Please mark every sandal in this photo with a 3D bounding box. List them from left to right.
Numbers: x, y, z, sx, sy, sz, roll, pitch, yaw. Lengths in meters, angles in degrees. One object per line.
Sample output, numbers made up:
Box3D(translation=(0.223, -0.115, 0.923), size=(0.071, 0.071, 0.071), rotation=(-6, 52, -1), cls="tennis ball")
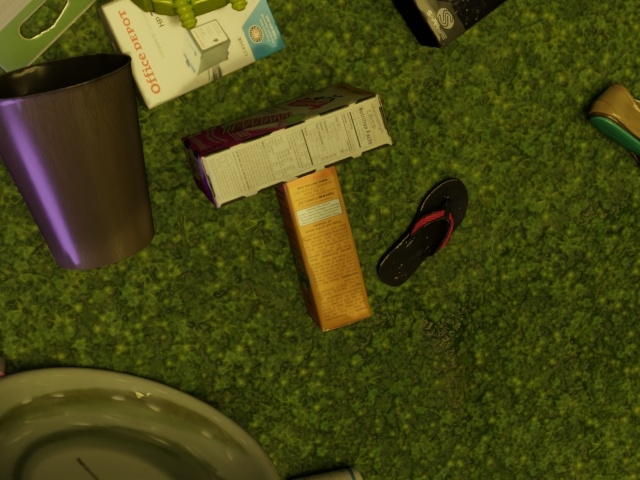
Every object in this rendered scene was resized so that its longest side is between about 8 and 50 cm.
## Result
Box3D(translation=(0.151, -0.007, 1.468), size=(0.067, 0.040, 0.179), rotation=(37, 91, -20), cls="sandal")

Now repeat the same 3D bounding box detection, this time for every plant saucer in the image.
Box3D(translation=(-0.246, 0.292, 1.248), size=(0.400, 0.400, 0.100), rotation=(14, 109, -18), cls="plant saucer")

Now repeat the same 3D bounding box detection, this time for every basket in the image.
Box3D(translation=(-0.293, -0.092, 1.263), size=(0.204, 0.154, 0.227), rotation=(-4, 116, 18), cls="basket")

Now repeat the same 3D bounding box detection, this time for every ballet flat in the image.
Box3D(translation=(0.486, -0.141, 1.513), size=(0.232, 0.080, 0.073), rotation=(38, 76, -22), cls="ballet flat")

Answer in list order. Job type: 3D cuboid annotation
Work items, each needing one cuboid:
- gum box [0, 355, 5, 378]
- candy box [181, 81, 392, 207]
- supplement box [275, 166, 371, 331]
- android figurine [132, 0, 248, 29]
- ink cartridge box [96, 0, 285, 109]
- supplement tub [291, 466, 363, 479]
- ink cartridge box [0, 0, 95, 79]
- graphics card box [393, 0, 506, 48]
Box3D(translation=(-0.495, 0.146, 1.313), size=(0.107, 0.062, 0.188), rotation=(-46, 110, -1), cls="gum box")
Box3D(translation=(-0.047, -0.125, 1.321), size=(0.233, 0.159, 0.071), rotation=(-20, 108, -11), cls="candy box")
Box3D(translation=(0.000, 0.000, 1.409), size=(0.080, 0.078, 0.233), rotation=(-20, 107, -10), cls="supplement box")
Box3D(translation=(-0.171, -0.377, 1.224), size=(0.248, 0.056, 0.273), rotation=(-19, 81, -8), cls="android figurine")
Box3D(translation=(-0.160, -0.265, 1.297), size=(0.190, 0.082, 0.140), rotation=(-27, 109, -10), cls="ink cartridge box")
Box3D(translation=(0.008, 0.369, 1.505), size=(0.107, 0.071, 0.071), rotation=(-10, 106, -14), cls="supplement tub")
Box3D(translation=(-0.390, -0.329, 1.233), size=(0.171, 0.056, 0.235), rotation=(-45, 135, -1), cls="ink cartridge box")
Box3D(translation=(0.228, -0.448, 1.354), size=(0.371, 0.094, 0.233), rotation=(-38, 110, -5), cls="graphics card box")
